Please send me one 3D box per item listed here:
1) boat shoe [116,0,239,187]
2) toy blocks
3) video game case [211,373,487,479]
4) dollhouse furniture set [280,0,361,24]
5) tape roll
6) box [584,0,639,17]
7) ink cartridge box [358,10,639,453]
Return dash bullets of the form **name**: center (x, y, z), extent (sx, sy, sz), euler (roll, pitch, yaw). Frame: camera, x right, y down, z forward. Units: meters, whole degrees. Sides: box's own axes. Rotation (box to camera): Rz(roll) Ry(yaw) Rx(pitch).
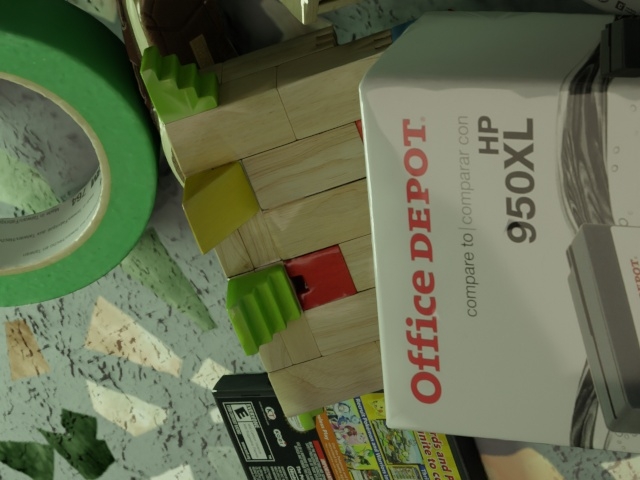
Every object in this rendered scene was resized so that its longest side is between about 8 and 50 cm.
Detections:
- **boat shoe**: center (-0.117, -0.148, 1.693), extent (0.095, 0.095, 0.257), euler (42, 153, 44)
- **toy blocks**: center (0.045, -0.029, 1.613), extent (0.261, 0.191, 0.381), euler (-17, 116, 8)
- **video game case**: center (0.048, 0.245, 1.917), extent (0.248, 0.035, 0.275), euler (-4, 121, 30)
- **dollhouse furniture set**: center (-0.009, -0.281, 1.523), extent (0.184, 0.129, 0.129), euler (44, 139, 34)
- **tape roll**: center (-0.303, -0.081, 1.750), extent (0.321, 0.077, 0.321), euler (0, 132, -1)
- **box**: center (0.229, -0.226, 1.437), extent (0.101, 0.087, 0.102), euler (28, 133, 5)
- **ink cartridge box**: center (0.241, -0.003, 1.402), extent (0.395, 0.166, 0.285), euler (4, 114, 20)
